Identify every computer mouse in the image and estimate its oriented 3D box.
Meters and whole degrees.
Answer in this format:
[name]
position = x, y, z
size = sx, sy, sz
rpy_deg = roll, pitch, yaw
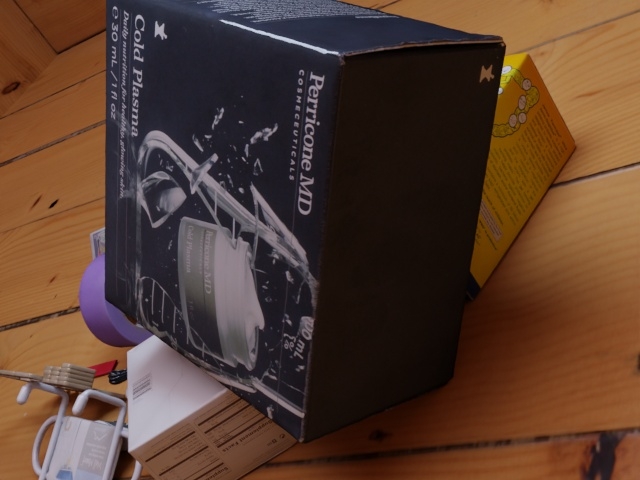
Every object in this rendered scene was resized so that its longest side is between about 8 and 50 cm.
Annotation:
[computer mouse]
position = -0.301, 0.259, 1.650
size = 0.106, 0.042, 0.193
rpy_deg = -11, 25, -20

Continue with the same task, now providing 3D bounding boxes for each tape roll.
[tape roll]
position = -0.360, 0.108, 1.817
size = 0.080, 0.189, 0.189
rpy_deg = -9, 39, 40

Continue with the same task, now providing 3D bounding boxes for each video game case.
[video game case]
position = -0.431, 0.064, 1.955
size = 0.023, 0.183, 0.201
rpy_deg = -6, -4, -29

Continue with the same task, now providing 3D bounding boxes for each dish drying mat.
[dish drying mat]
position = -0.433, 0.254, 1.868
size = 0.083, 0.008, 0.032
rpy_deg = -17, 34, 30

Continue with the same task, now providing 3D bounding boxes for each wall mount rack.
[wall mount rack]
position = -0.446, 0.392, 1.560
size = 0.350, 0.130, 0.304
rpy_deg = -3, 68, 47

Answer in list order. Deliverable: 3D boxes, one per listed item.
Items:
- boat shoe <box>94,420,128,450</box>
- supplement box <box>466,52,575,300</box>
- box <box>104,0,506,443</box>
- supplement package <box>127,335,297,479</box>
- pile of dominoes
[boat shoe]
position = -0.347, 0.332, 1.626
size = 0.040, 0.049, 0.142
rpy_deg = -15, 9, -40
[supplement box]
position = 0.211, -0.103, 1.499
size = 0.194, 0.195, 0.356
rpy_deg = 2, 46, 49
[box]
position = -0.051, -0.074, 1.282
size = 0.297, 0.480, 0.471
rpy_deg = -15, 29, -41
[supplement package]
position = -0.174, 0.237, 1.464
size = 0.204, 0.145, 0.262
rpy_deg = -33, 28, 5
[pile of dominoes]
position = -0.497, 0.247, 1.758
size = 0.251, 0.196, 0.040
rpy_deg = -3, 71, 46
